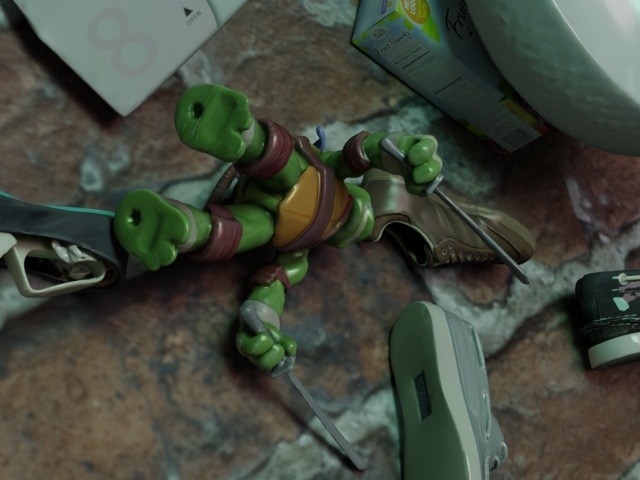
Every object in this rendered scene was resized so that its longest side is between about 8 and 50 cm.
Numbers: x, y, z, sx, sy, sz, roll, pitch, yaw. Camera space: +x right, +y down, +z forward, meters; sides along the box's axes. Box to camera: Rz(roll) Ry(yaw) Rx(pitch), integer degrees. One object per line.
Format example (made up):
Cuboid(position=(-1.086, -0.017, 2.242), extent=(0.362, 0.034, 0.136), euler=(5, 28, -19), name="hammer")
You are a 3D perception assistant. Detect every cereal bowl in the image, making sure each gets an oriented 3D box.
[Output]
Cuboid(position=(0.247, -0.225, 1.517), extent=(0.339, 0.141, 0.338), euler=(23, 54, -35), name="cereal bowl")

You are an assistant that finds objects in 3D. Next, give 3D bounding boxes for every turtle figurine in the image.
Cuboid(position=(0.000, 0.000, 1.188), extent=(0.266, 0.198, 0.274), euler=(18, 50, -53), name="turtle figurine")

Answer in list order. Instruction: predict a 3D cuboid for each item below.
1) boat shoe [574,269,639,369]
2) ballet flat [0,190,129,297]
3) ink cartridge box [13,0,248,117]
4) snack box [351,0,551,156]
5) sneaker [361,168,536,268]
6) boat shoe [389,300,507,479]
Cuboid(position=(0.367, 0.059, 1.590), extent=(0.303, 0.114, 0.091), euler=(-5, 76, -46), name="boat shoe")
Cuboid(position=(-0.214, 0.003, 1.098), extent=(0.203, 0.074, 0.074), euler=(12, 59, -42), name="ballet flat")
Cuboid(position=(-0.162, -0.238, 1.208), extent=(0.232, 0.189, 0.066), euler=(44, 9, -19), name="ink cartridge box")
Cuboid(position=(0.138, -0.209, 1.562), extent=(0.207, 0.070, 0.174), euler=(32, 48, -25), name="snack box")
Cuboid(position=(0.108, -0.001, 1.426), extent=(0.188, 0.066, 0.071), euler=(23, 69, -27), name="sneaker")
Cuboid(position=(0.115, 0.156, 1.313), extent=(0.081, 0.079, 0.227), euler=(15, 53, -33), name="boat shoe")
